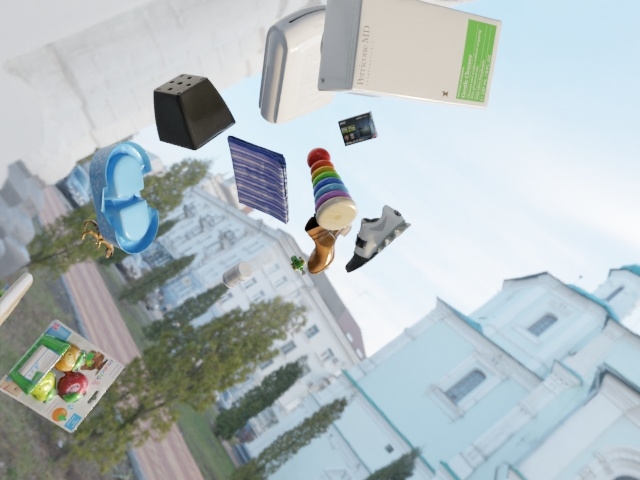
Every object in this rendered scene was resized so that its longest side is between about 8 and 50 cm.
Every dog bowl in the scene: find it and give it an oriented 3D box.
[{"bbox_3d":[-0.519,-0.113,1.332,0.073,0.166,0.298,8,-66,21],"label":"dog bowl"}]

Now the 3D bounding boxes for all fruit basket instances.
[{"bbox_3d":[-1.045,0.552,2.055,0.353,0.327,0.165,41,-21,-13],"label":"fruit basket"}]

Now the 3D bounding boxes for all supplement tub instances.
[{"bbox_3d":[-0.313,0.129,1.902,0.107,0.071,0.071,-31,-89,36],"label":"supplement tub"}]

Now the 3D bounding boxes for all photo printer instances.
[{"bbox_3d":[-0.046,-0.498,1.414,0.107,0.256,0.308,45,-34,21],"label":"photo printer"}]

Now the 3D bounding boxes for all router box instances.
[{"bbox_3d":[0.131,-0.388,1.758,0.038,0.122,0.092,-53,127,-61],"label":"router box"}]

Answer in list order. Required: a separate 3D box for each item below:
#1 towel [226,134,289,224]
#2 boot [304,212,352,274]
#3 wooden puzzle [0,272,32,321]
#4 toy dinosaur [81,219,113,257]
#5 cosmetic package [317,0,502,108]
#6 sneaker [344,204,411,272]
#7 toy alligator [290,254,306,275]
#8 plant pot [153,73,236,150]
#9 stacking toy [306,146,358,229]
[{"bbox_3d":[-0.225,-0.215,1.848,0.243,0.040,0.336,24,-37,20],"label":"towel"},{"bbox_3d":[0.000,0.000,2.018,0.109,0.283,0.220,46,10,29],"label":"boot"},{"bbox_3d":[-1.080,0.286,1.620,0.080,0.348,0.322,32,6,-20],"label":"wooden puzzle"},{"bbox_3d":[-0.701,-0.040,1.620,0.064,0.112,0.212,-100,-162,-47],"label":"toy dinosaur"},{"bbox_3d":[0.191,-0.399,1.089,0.155,0.365,0.197,29,-62,57],"label":"cosmetic package"},{"bbox_3d":[0.189,-0.009,1.947,0.146,0.122,0.330,48,-62,6],"label":"sneaker"},{"bbox_3d":[-0.094,0.093,2.064,0.051,0.056,0.190,52,-2,-18],"label":"toy alligator"},{"bbox_3d":[-0.407,-0.412,1.576,0.187,0.188,0.167,20,-41,33],"label":"plant pot"},{"bbox_3d":[0.017,-0.198,1.737,0.141,0.141,0.331,82,-8,-52],"label":"stacking toy"}]
